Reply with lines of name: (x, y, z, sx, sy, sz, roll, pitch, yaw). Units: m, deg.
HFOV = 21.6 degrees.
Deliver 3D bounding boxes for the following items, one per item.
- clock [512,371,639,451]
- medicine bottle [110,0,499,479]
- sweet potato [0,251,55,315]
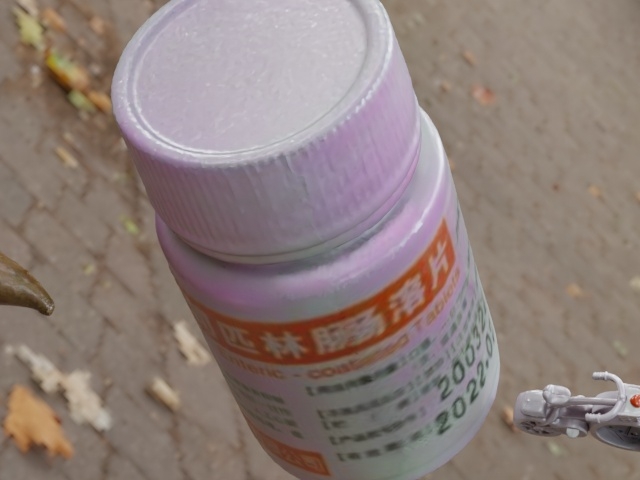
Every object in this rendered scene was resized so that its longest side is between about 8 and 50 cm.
clock: (0.209, 0.134, 1.298, 0.087, 0.129, 0.041, 50, 48, -55)
medicine bottle: (0.000, 0.000, 1.236, 0.388, 0.219, 0.219, 71, -4, -48)
sweet potato: (-0.275, -0.047, 1.087, 0.281, 0.067, 0.059, 55, -20, 9)
